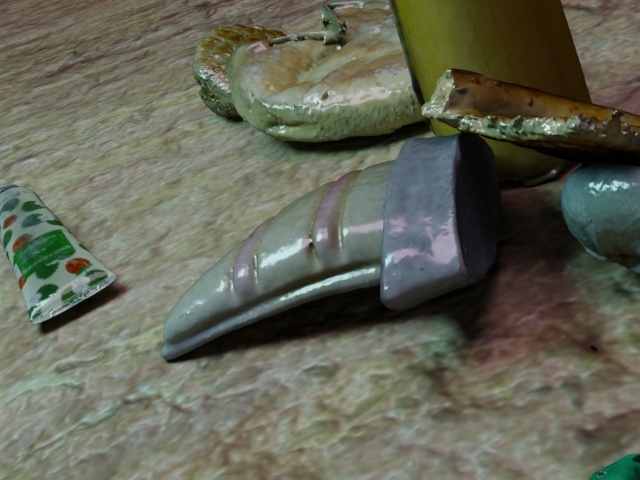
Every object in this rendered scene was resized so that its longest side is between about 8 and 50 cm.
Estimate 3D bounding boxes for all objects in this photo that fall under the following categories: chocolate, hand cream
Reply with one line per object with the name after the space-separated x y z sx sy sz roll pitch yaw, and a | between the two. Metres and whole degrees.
0.119 -0.267 0.889 0.162 0.445 0.162 -19 29 11 | chocolate
-0.300 0.007 1.068 0.095 0.059 0.276 -31 35 -16 | hand cream

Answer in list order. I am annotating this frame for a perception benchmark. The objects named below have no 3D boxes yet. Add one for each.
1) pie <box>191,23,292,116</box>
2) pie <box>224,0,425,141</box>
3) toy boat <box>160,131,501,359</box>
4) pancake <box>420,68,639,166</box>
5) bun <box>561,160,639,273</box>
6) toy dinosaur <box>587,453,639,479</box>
-0.086 -0.223 1.310 0.163 0.079 0.193 6 38 11 | pie
0.057 -0.209 1.187 0.338 0.075 0.337 -6 35 4 | pie
0.031 -0.013 0.858 0.294 0.111 0.276 -8 24 36 | toy boat
0.211 -0.090 0.760 0.266 0.057 0.244 10 4 4 | pancake
0.246 -0.014 0.735 0.141 0.083 0.141 8 5 -1 | bun
0.173 0.160 0.531 0.096 0.059 0.132 -4 23 41 | toy dinosaur
